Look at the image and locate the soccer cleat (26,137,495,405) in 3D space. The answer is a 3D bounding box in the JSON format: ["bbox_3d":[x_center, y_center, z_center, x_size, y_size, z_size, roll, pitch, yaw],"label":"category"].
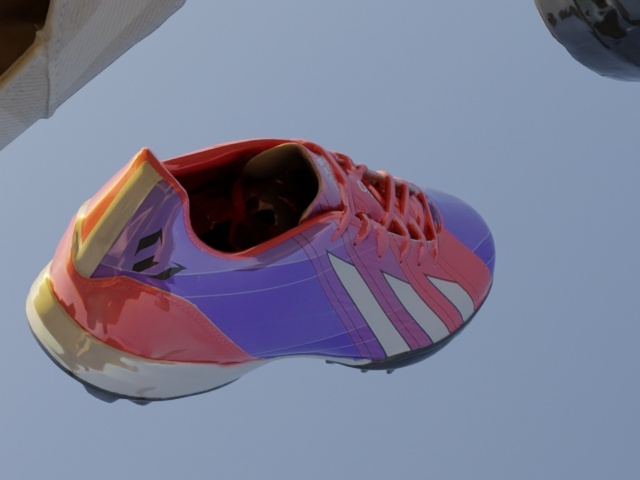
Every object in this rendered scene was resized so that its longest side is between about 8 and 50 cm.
[{"bbox_3d":[0.000,0.000,0.950,0.318,0.116,0.108,-8,-132,-48],"label":"soccer cleat"}]

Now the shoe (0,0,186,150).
[{"bbox_3d":[-0.073,-0.047,0.360,0.219,0.076,0.058,-42,-157,15],"label":"shoe"}]

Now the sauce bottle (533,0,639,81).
[{"bbox_3d":[0.168,-0.087,0.388,0.111,0.111,0.344,-54,-157,-23],"label":"sauce bottle"}]
